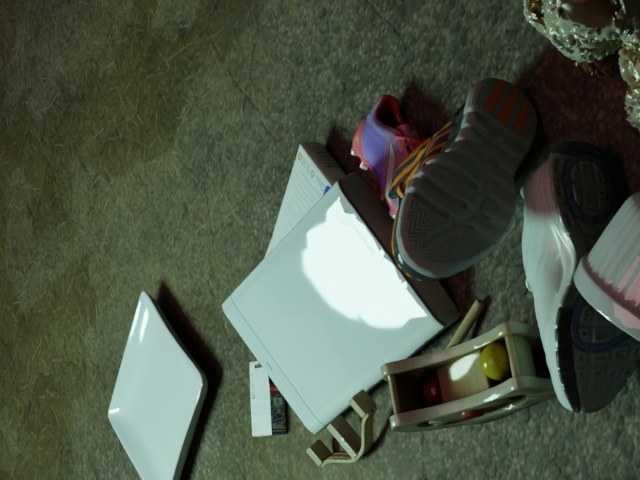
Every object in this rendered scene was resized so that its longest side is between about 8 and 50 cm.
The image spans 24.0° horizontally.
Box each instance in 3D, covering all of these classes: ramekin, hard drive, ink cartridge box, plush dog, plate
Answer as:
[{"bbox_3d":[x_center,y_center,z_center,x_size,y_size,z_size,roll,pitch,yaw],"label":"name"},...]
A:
[{"bbox_3d":[0.356,0.035,1.431,0.207,0.207,0.109,48,119,48],"label":"ramekin"},{"bbox_3d":[0.017,0.094,2.039,0.233,0.047,0.353,54,138,9],"label":"hard drive"},{"bbox_3d":[-0.080,0.239,2.289,0.063,0.029,0.115,-16,74,58],"label":"ink cartridge box"},{"bbox_3d":[0.298,-0.253,1.551,0.225,0.262,0.210,15,69,48],"label":"plush dog"},{"bbox_3d":[0.000,0.000,2.151,0.206,0.045,0.208,53,134,45],"label":"ink cartridge box"},{"bbox_3d":[-0.272,0.271,2.586,0.278,0.045,0.277,49,128,48],"label":"plate"}]

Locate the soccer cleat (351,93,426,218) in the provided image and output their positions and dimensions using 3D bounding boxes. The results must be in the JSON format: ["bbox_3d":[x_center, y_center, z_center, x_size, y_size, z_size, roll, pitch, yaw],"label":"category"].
[{"bbox_3d":[0.116,-0.094,1.941,0.248,0.083,0.095,55,128,47],"label":"soccer cleat"}]

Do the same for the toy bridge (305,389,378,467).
[{"bbox_3d":[0.037,0.272,2.078,0.063,0.026,0.188,48,143,11],"label":"toy bridge"}]

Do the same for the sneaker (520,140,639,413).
[{"bbox_3d":[0.280,0.046,1.664,0.129,0.111,0.297,143,129,-66],"label":"sneaker"}]

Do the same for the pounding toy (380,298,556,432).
[{"bbox_3d":[0.156,0.138,1.789,0.269,0.154,0.155,-34,61,53],"label":"pounding toy"}]

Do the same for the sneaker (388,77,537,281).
[{"bbox_3d":[0.142,-0.038,1.750,0.180,0.124,0.321,-46,6,47],"label":"sneaker"}]
